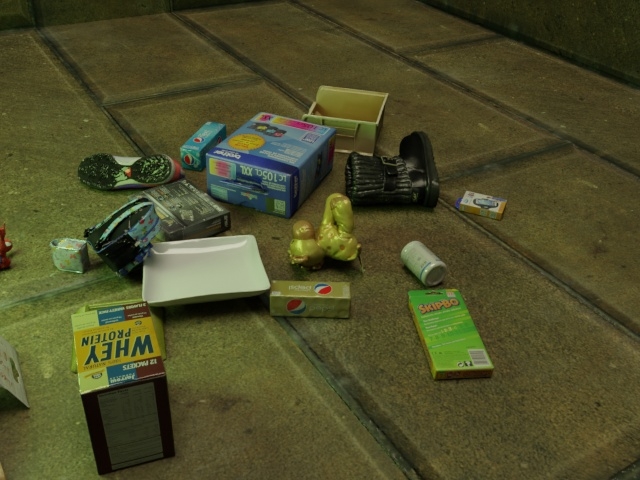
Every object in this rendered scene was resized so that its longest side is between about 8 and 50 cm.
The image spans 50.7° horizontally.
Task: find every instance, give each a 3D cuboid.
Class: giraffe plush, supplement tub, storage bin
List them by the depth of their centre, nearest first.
[{"bbox_3d":[0.251,0.056,1.644,0.071,0.071,0.107,-13,37,-23],"label":"supplement tub"},{"bbox_3d":[0.000,0.000,1.660,0.170,0.181,0.210,-12,70,-5],"label":"giraffe plush"},{"bbox_3d":[0.078,-0.407,2.269,0.260,0.123,0.262,9,35,8],"label":"storage bin"}]

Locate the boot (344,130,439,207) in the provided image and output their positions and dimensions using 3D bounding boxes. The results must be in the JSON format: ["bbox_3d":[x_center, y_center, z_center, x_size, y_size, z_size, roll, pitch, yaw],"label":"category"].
[{"bbox_3d":[0.199,-0.221,1.996,0.260,0.131,0.348,2,35,-2],"label":"boot"}]

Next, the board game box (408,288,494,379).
[{"bbox_3d":[0.275,0.196,1.471,0.124,0.039,0.259,-1,37,-7],"label":"board game box"}]

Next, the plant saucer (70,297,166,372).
[{"bbox_3d":[-0.427,0.185,1.422,0.188,0.045,0.188,-6,35,-13],"label":"plant saucer"}]

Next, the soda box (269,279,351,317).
[{"bbox_3d":[-0.022,0.132,1.517,0.181,0.061,0.058,2,34,-1],"label":"soda box"}]

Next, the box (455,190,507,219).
[{"bbox_3d":[0.459,-0.103,1.935,0.136,0.028,0.081,16,36,16],"label":"box"}]

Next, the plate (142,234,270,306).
[{"bbox_3d":[-0.272,0.074,1.577,0.278,0.045,0.277,-5,28,-12],"label":"plate"}]

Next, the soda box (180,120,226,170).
[{"bbox_3d":[-0.363,-0.298,2.118,0.067,0.071,0.210,11,35,12],"label":"soda box"}]

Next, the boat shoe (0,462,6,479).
[{"bbox_3d":[-0.585,0.354,1.134,0.073,0.073,0.207,-16,38,-29],"label":"boat shoe"}]

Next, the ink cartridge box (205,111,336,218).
[{"bbox_3d":[-0.149,-0.212,1.945,0.270,0.151,0.395,15,37,17],"label":"ink cartridge box"}]

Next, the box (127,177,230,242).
[{"bbox_3d":[-0.377,-0.075,1.801,0.183,0.056,0.231,-25,42,-33],"label":"box"}]

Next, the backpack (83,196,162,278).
[{"bbox_3d":[-0.447,-0.016,1.586,0.173,0.117,0.158,-42,30,-14],"label":"backpack"}]

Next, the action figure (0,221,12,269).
[{"bbox_3d":[-0.794,0.050,1.519,0.091,0.139,0.280,12,33,11],"label":"action figure"}]

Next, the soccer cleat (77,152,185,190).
[{"bbox_3d":[-0.544,-0.191,1.940,0.318,0.109,0.116,-1,-7,17],"label":"soccer cleat"}]

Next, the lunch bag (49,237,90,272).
[{"bbox_3d":[-0.599,0.033,1.610,0.083,0.071,0.053,6,32,6],"label":"lunch bag"}]

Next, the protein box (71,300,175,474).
[{"bbox_3d":[-0.347,0.254,1.187,0.136,0.201,0.200,-10,36,-19],"label":"protein box"}]

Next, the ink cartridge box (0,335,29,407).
[{"bbox_3d":[-0.637,0.205,1.244,0.056,0.225,0.181,-31,43,-10],"label":"ink cartridge box"}]
